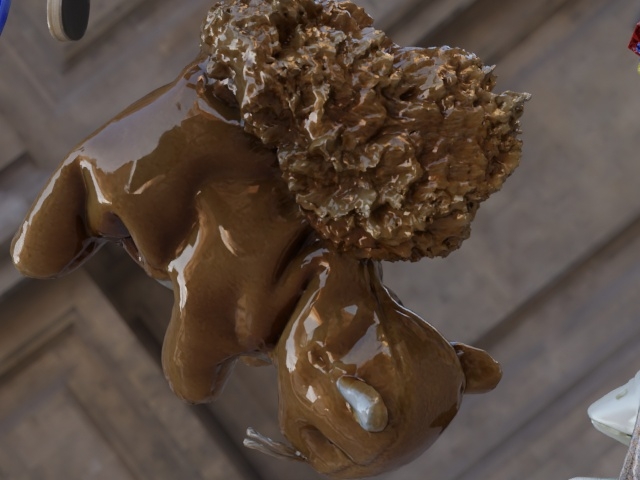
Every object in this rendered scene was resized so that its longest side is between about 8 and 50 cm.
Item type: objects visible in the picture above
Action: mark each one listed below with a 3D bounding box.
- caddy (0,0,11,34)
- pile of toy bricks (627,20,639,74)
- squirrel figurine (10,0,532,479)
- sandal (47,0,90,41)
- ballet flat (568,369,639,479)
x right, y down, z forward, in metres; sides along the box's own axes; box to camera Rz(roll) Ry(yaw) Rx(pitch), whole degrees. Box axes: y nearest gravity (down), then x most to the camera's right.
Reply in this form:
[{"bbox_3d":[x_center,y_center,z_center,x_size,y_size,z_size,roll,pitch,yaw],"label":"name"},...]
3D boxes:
[{"bbox_3d":[-0.352,-0.219,1.259,0.241,0.341,0.179,-25,-3,-22],"label":"caddy"},{"bbox_3d":[0.341,-0.126,1.391,0.105,0.212,0.118,-44,-16,-25],"label":"pile of toy bricks"},{"bbox_3d":[0.000,0.000,1.613,0.281,0.370,0.397,-4,-44,-51],"label":"squirrel figurine"},{"bbox_3d":[-0.328,-0.364,2.358,0.079,0.240,0.088,0,-12,28],"label":"sandal"},{"bbox_3d":[0.236,0.176,1.398,0.107,0.106,0.316,15,-83,-57],"label":"ballet flat"}]
